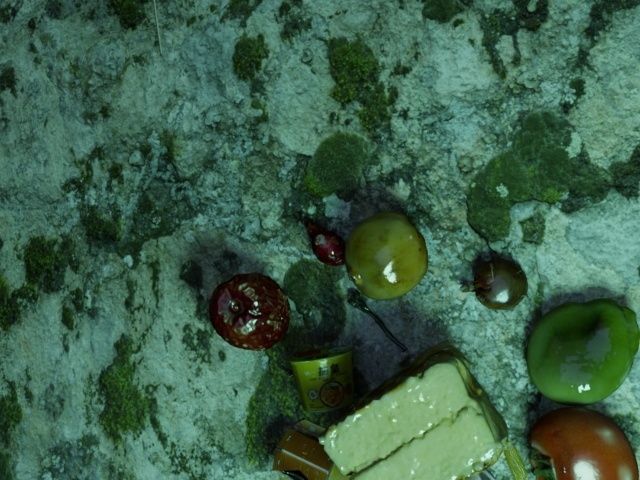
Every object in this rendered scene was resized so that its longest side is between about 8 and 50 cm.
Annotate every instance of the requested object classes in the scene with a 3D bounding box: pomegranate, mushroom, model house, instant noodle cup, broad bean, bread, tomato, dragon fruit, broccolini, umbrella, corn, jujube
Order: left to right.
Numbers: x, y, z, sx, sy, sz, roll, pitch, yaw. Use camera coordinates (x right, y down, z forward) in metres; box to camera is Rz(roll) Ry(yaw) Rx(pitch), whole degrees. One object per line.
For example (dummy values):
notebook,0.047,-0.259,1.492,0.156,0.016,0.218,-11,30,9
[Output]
jujube,-0.183,0.193,1.849,0.213,0.232,0.213,-3,78,14
umbrella,-0.057,0.382,1.897,0.149,0.022,0.022,30,88,13
model house,-0.023,0.603,1.798,0.219,0.136,0.207,22,88,18
dragon fruit,0.000,0.000,1.895,0.190,0.094,0.094,42,96,22
instant noodle cup,0.011,0.368,1.805,0.182,0.182,0.144,-10,91,15
broccolini,0.157,0.218,1.852,0.218,0.042,0.044,42,95,11
pomegranate,0.174,0.044,1.766,0.233,0.233,0.233,-2,82,16
bread,0.234,0.449,1.617,0.371,0.390,0.279,-36,79,11
mushroom,0.445,0.114,1.751,0.171,0.080,0.135,-11,70,12
corn,0.488,0.558,1.704,0.037,0.037,0.092,-24,73,12
broad bean,0.631,0.261,1.649,0.238,0.119,0.291,40,91,29
tomato,0.601,0.512,1.569,0.225,0.256,0.255,-12,79,-1

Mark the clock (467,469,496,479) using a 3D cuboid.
clock,0.412,0.639,1.632,0.068,0.197,0.197,-41,74,9
